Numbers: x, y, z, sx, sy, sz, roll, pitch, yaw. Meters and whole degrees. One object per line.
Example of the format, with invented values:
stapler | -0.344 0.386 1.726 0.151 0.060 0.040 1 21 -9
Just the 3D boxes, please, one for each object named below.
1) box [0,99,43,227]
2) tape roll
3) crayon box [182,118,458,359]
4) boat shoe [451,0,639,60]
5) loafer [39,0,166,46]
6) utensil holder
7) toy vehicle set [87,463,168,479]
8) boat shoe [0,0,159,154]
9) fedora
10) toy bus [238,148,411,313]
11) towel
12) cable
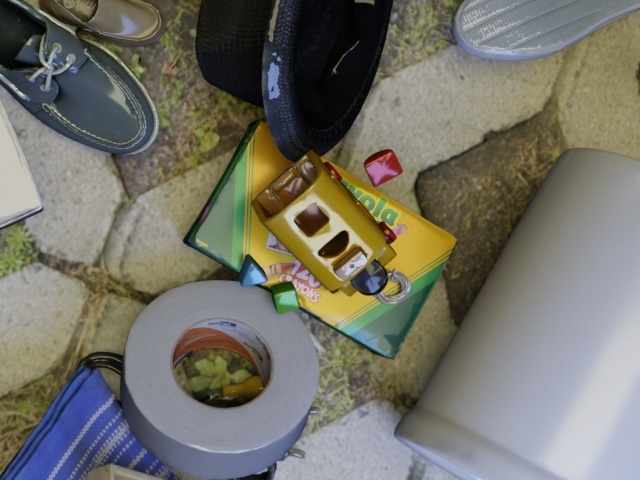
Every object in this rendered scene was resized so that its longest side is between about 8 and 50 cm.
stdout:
box | -0.378 -0.076 1.537 0.126 0.232 0.149 -23 95 -10
tape roll | -0.113 0.153 1.620 0.219 0.072 0.219 6 56 -8
crayon box | 0.000 0.000 1.694 0.278 0.081 0.165 30 84 -10
boat shoe | 0.296 -0.280 1.748 0.302 0.094 0.109 -17 84 -12
loafer | -0.249 -0.260 1.657 0.148 0.050 0.056 11 88 -11
utensil holder | 0.317 0.135 1.640 0.327 0.327 0.386 32 83 -10
toy vehicle set | -0.142 0.353 1.577 0.267 0.035 0.166 28 46 -45
boat shoe | -0.320 -0.199 1.605 0.319 0.099 0.116 39 102 -7
fedora | -0.038 -0.253 1.620 0.152 0.334 0.334 12 87 22
toy bus | 0.020 0.004 1.572 0.202 0.104 0.191 0 112 -12
towel | -0.203 0.321 1.572 0.040 0.243 0.336 -29 106 28
cable | -0.146 0.205 1.692 0.287 0.072 0.140 10 102 0
